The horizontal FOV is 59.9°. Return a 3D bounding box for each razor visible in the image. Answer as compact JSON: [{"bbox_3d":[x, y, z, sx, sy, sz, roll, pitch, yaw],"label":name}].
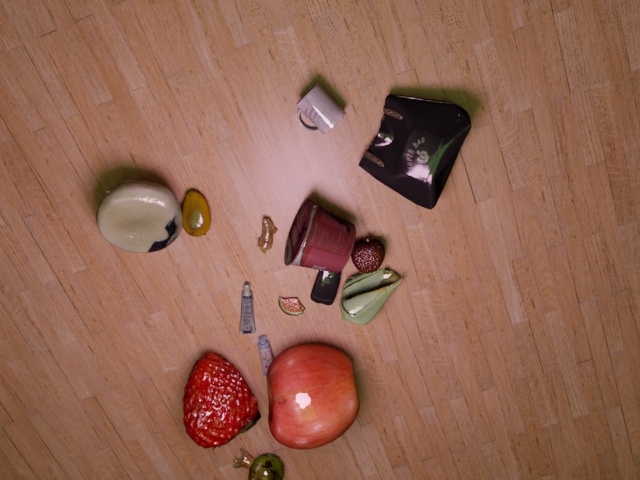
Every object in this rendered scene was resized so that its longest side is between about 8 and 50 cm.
[{"bbox_3d":[0.022,0.158,1.990,0.090,0.054,0.147,13,111,-8],"label":"razor"}]

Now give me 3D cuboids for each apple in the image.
[{"bbox_3d":[-0.026,0.550,1.986,0.364,0.364,0.363,0,111,1],"label":"apple"}]

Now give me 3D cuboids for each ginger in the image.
[{"bbox_3d":[-0.187,-0.013,1.937,0.058,0.044,0.137,17,110,14],"label":"ginger"}]

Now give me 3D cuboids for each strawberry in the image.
[{"bbox_3d":[-0.390,0.603,2.062,0.292,0.292,0.310,-45,78,16],"label":"strawberry"}]

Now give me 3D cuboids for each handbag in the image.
[{"bbox_3d":[0.295,-0.298,1.771,0.288,0.152,0.342,23,109,5],"label":"handbag"}]

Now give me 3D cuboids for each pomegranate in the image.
[{"bbox_3d":[-0.249,0.928,2.241,0.220,0.156,0.156,21,110,-2],"label":"pomegranate"}]

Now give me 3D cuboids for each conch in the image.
[{"bbox_3d":[0.161,0.186,1.965,0.137,0.143,0.250,24,99,-52],"label":"conch"}]

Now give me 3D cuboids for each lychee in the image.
[{"bbox_3d":[0.163,0.052,1.916,0.124,0.123,0.129,-7,131,4],"label":"lychee"}]

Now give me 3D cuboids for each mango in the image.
[{"bbox_3d":[-0.427,-0.091,1.896,0.103,0.076,0.160,-1,102,8],"label":"mango"}]

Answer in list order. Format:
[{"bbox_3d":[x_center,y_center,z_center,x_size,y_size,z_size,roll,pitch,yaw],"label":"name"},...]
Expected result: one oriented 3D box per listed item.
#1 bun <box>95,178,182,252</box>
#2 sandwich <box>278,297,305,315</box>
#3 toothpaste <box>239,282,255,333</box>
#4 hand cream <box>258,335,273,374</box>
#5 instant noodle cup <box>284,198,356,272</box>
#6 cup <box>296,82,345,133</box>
[{"bbox_3d":[-0.596,-0.096,1.853,0.284,0.179,0.283,-4,131,-5],"label":"bun"},{"bbox_3d":[-0.105,0.240,2.041,0.101,0.026,0.069,4,107,-3],"label":"sandwich"},{"bbox_3d":[-0.270,0.253,2.043,0.062,0.037,0.216,2,115,0],"label":"toothpaste"},{"bbox_3d":[-0.205,0.439,2.107,0.065,0.043,0.170,-8,113,4],"label":"hand cream"},{"bbox_3d":[0.000,0.000,1.849,0.179,0.234,0.234,20,110,-15],"label":"instant noodle cup"},{"bbox_3d":[-0.011,-0.402,1.753,0.136,0.099,0.133,-41,106,14],"label":"cup"}]
